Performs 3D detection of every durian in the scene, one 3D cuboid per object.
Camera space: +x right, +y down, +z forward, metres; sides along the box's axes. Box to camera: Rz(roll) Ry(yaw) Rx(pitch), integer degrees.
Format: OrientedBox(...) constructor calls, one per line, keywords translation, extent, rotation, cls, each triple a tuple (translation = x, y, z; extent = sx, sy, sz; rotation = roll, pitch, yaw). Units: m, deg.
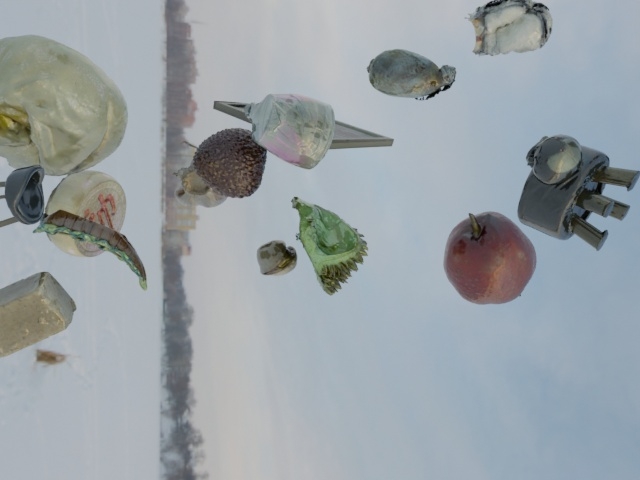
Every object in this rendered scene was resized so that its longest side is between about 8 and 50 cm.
OrientedBox(translation=(-0.005, 0.009, 1.539), extent=(0.163, 0.198, 0.394), rotation=(-60, -153, 27), cls="durian")

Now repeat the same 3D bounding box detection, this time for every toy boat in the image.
OrientedBox(translation=(-0.528, 0.012, 1.418), extent=(0.108, 0.293, 0.099), rotation=(-11, -129, 63), cls="toy boat")

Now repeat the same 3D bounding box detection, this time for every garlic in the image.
OrientedBox(translation=(-0.394, -0.225, 1.884), extent=(0.256, 0.207, 0.207), rotation=(59, -19, 3), cls="garlic")

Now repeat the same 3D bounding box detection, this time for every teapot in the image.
OrientedBox(translation=(-0.075, -0.285, 1.395), extent=(0.163, 0.178, 0.221), rotation=(-54, -147, 35), cls="teapot")

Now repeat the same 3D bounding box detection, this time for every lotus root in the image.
OrientedBox(translation=(0.158, -0.288, 1.040), extent=(0.088, 0.165, 0.088), rotation=(14, 90, -72), cls="lotus root")

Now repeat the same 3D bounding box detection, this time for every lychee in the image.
OrientedBox(translation=(-0.231, -0.205, 1.542), extent=(0.194, 0.195, 0.194), rotation=(180, -90, -75), cls="lychee")

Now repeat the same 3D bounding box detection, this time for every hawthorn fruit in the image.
OrientedBox(translation=(0.501, 0.031, 1.812), extent=(0.369, 0.285, 0.284), rotation=(50, 18, -44), cls="hawthorn fruit")

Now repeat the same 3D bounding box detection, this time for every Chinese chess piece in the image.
OrientedBox(translation=(-0.712, -0.082, 1.804), extent=(0.270, 0.112, 0.269), rotation=(18, 90, -77), cls="Chinese chess piece")

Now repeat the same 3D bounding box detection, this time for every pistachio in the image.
OrientedBox(translation=(-0.121, 0.051, 1.635), extent=(0.149, 0.113, 0.112), rotation=(-177, -92, -72), cls="pistachio")

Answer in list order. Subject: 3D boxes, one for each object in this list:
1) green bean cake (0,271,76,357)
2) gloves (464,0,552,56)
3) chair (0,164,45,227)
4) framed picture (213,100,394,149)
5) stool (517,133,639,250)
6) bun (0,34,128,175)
OrientedBox(translation=(-0.586, 0.146, 1.153), extent=(0.085, 0.179, 0.109), rotation=(-112, 178, -58), cls="green bean cake")
OrientedBox(translation=(0.358, -0.409, 1.116), extent=(0.153, 0.070, 0.114), rotation=(6, -57, 44), cls="gloves")
OrientedBox(translation=(-0.546, -0.055, 0.965), extent=(0.104, 0.222, 0.095), rotation=(-87, 162, -58), cls="chair")
OrientedBox(translation=(-0.052, -0.343, 1.733), extent=(0.446, 0.326, 0.028), rotation=(27, -64, 37), cls="framed picture")
OrientedBox(translation=(0.397, -0.073, 0.931), extent=(0.139, 0.228, 0.153), rotation=(31, -73, 35), cls="stool")
OrientedBox(translation=(-0.631, -0.279, 1.337), extent=(0.365, 0.366, 0.219), rotation=(108, -12, -49), cls="bun")
